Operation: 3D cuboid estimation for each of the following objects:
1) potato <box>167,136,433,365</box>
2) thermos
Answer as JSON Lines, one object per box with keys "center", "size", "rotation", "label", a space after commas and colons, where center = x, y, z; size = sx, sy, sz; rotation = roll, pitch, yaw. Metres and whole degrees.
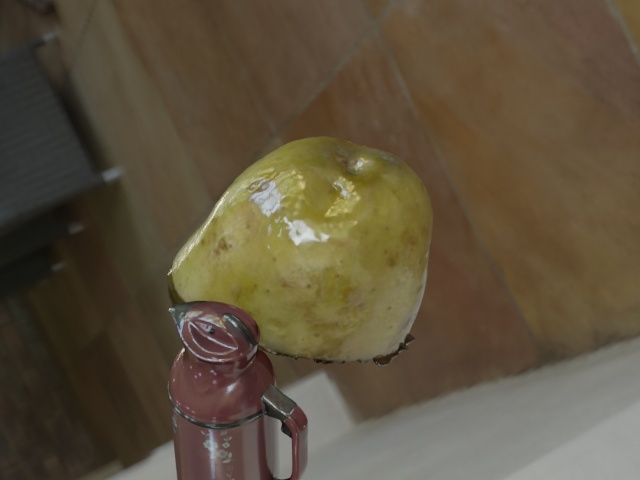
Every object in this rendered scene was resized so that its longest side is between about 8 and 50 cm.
{"center": [0.000, 0.000, 1.517], "size": [0.242, 0.285, 0.243], "rotation": [-162, 90, -81], "label": "potato"}
{"center": [-0.088, 0.203, 1.435], "size": [0.136, 0.109, 0.330], "rotation": [46, 147, 42], "label": "thermos"}
